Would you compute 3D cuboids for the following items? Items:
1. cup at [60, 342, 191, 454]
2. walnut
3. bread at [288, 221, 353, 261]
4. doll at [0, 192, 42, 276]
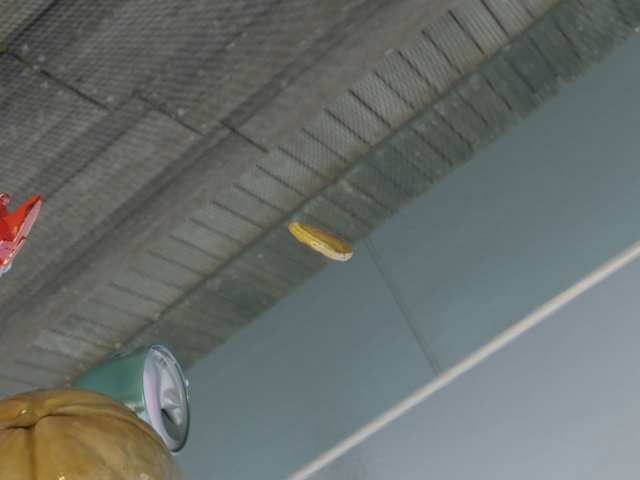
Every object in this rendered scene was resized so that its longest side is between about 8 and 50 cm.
[{"bbox_3d":[-0.306,0.256,1.432,0.173,0.168,0.299,-15,180,14],"label":"cup"},{"bbox_3d":[-0.267,0.310,0.962,0.252,0.277,0.313,-22,121,-39],"label":"walnut"},{"bbox_3d":[0.000,0.000,1.467,0.110,0.110,0.024,19,102,-50],"label":"bread"},{"bbox_3d":[-0.401,0.019,1.126,0.109,0.169,0.057,5,155,18],"label":"doll"}]
